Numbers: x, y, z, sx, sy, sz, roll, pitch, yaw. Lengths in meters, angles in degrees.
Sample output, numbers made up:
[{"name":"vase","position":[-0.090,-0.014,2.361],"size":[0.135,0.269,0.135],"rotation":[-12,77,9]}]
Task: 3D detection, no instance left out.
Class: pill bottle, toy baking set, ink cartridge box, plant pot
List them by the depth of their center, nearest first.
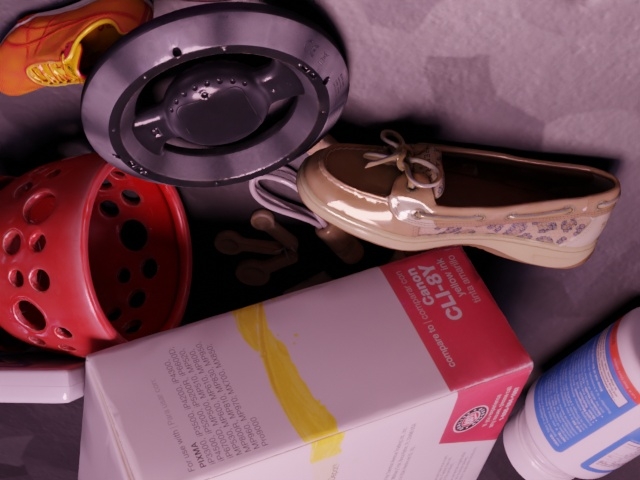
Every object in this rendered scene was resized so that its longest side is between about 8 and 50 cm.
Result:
[{"name":"plant pot","position":[-0.236,0.015,1.334],"size":[0.174,0.191,0.191],"rotation":[-2,140,27]},{"name":"ink cartridge box","position":[-0.027,0.183,1.368],"size":[0.384,0.160,0.279],"rotation":[-16,150,-21]},{"name":"toy baking set","position":[0.006,0.003,1.392],"size":[0.196,0.030,0.256],"rotation":[19,139,-13]},{"name":"pill bottle","position":[0.288,0.169,1.468],"size":[0.124,0.124,0.221],"rotation":[26,137,-20]}]

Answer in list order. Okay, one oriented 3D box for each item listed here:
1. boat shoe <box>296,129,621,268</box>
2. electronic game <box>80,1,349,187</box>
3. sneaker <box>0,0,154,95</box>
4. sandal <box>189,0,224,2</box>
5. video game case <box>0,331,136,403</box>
[{"name":"boat shoe","position":[0.122,-0.049,1.267],"size":[0.285,0.105,0.089],"rotation":[7,137,-15]},{"name":"electronic game","position":[-0.088,-0.118,1.217],"size":[0.229,0.048,0.229],"rotation":[-9,147,-6]},{"name":"sneaker","position":[-0.218,-0.159,1.211],"size":[0.175,0.067,0.064],"rotation":[-21,134,32]},{"name":"sandal","position":[-0.240,-0.241,1.089],"size":[0.416,0.102,0.169],"rotation":[3,139,5]},{"name":"video game case","position":[-0.352,0.122,1.439],"size":[0.329,0.036,0.300],"rotation":[-1,-177,11]}]
